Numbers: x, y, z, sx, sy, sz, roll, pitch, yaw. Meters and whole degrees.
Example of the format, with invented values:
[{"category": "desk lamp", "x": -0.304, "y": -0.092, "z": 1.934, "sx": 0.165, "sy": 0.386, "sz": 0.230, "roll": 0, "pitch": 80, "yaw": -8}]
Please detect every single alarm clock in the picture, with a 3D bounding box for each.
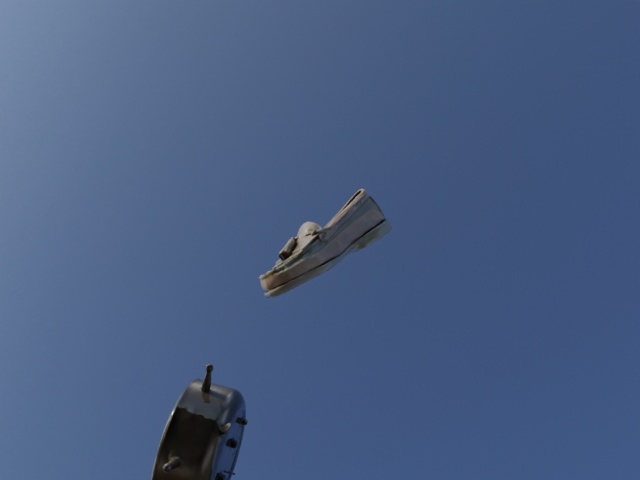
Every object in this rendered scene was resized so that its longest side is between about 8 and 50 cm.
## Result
[{"category": "alarm clock", "x": -0.115, "y": 0.217, "z": 0.687, "sx": 0.064, "sy": 0.129, "sz": 0.192, "roll": 15, "pitch": -38, "yaw": 5}]

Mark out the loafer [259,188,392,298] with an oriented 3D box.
[{"category": "loafer", "x": 0.000, "y": 0.000, "z": 0.484, "sx": 0.045, "sy": 0.125, "sz": 0.039, "roll": -23, "pitch": -86, "yaw": 48}]
